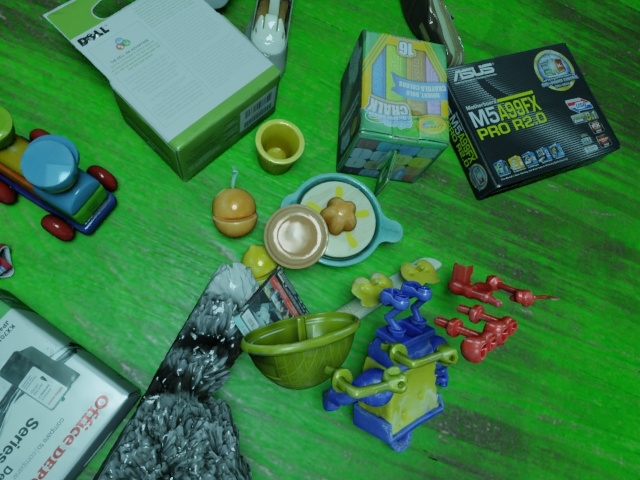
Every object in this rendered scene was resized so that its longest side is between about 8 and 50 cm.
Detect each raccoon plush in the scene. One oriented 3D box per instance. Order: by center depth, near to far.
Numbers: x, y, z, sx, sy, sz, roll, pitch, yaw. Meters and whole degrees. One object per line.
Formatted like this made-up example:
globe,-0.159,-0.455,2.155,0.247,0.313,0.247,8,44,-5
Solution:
raccoon plush,-0.071,0.270,0.467,0.299,0.216,0.447,31,73,-11

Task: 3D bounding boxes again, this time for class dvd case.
dvd case,-0.051,0.093,0.536,0.013,0.119,0.087,-26,103,25

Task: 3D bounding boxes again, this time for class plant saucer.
plant saucer,-0.031,-0.005,0.579,0.083,0.013,0.084,0,87,1

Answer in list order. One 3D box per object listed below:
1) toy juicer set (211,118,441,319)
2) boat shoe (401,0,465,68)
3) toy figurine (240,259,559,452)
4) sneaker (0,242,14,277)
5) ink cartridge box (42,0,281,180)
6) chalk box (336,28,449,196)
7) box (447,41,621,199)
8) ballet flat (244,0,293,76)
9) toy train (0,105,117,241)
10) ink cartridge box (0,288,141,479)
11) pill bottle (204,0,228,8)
toy juicer set,0.000,0.000,0.619,0.329,0.089,0.209,39,70,0
boat shoe,0.200,-0.386,0.796,0.072,0.068,0.190,-16,88,-29
toy figurine,0.097,0.171,0.522,0.362,0.191,0.217,-13,111,-41
sneaker,-0.410,0.052,0.535,0.066,0.042,0.119,10,70,-6
ink cartridge box,-0.210,-0.244,0.640,0.255,0.097,0.189,45,70,5
chalk box,0.102,-0.169,0.669,0.131,0.132,0.213,6,74,-11
box,0.344,-0.208,0.772,0.269,0.060,0.216,-17,79,-17
ballet flat,-0.079,-0.346,0.712,0.072,0.068,0.213,9,73,-10
toy train,-0.374,-0.112,0.537,0.248,0.143,0.105,33,69,-2
ink cartridge box,-0.331,0.170,0.495,0.208,0.087,0.153,36,70,-2
pill bottle,-0.139,-0.479,0.708,0.121,0.121,0.221,26,71,-5
